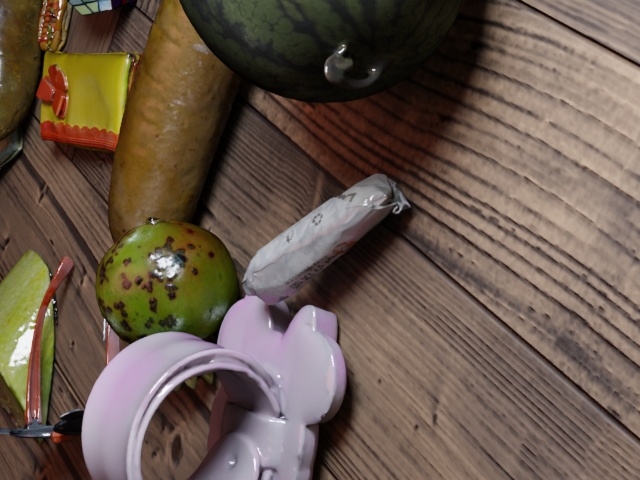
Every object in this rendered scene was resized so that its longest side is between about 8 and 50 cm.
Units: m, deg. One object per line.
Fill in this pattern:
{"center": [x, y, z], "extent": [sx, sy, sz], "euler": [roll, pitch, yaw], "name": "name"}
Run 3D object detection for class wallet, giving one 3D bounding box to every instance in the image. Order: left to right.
{"center": [-0.534, -0.149, 1.941], "extent": [0.155, 0.039, 0.110], "euler": [-32, 61, 28], "name": "wallet"}
{"center": [-0.316, -0.191, 1.674], "extent": [0.241, 0.067, 0.141], "euler": [11, 95, 51], "name": "wallet"}

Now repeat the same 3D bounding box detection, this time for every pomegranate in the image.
{"center": [-0.169, 0.071, 1.385], "extent": [0.159, 0.159, 0.205], "euler": [9, 120, 52], "name": "pomegranate"}

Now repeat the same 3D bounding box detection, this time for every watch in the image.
{"center": [-0.110, 0.173, 1.230], "extent": [0.211, 0.217, 0.249], "euler": [13, 95, 52], "name": "watch"}

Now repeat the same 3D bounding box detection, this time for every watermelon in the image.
{"center": [-0.003, -0.278, 1.122], "extent": [0.279, 0.278, 0.359], "euler": [-44, 55, 39], "name": "watermelon"}

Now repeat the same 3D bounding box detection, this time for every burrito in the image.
{"center": [0.000, -0.001, 1.217], "extent": [0.203, 0.064, 0.064], "euler": [-36, 56, 26], "name": "burrito"}

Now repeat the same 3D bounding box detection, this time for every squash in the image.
{"center": [-0.433, 0.146, 1.808], "extent": [0.237, 0.155, 0.204], "euler": [23, 139, 49], "name": "squash"}

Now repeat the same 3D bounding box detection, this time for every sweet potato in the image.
{"center": [-0.485, -0.341, 1.866], "extent": [0.130, 0.130, 0.423], "euler": [-10, 75, 51], "name": "sweet potato"}

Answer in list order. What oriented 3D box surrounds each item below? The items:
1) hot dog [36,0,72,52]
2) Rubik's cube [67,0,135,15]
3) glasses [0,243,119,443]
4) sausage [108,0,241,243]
{"center": [-0.392, -0.350, 1.817], "extent": [0.062, 0.038, 0.144], "euler": [22, 101, 51], "name": "hot dog"}
{"center": [-0.299, -0.366, 1.643], "extent": [0.112, 0.133, 0.133], "euler": [-36, 53, 10], "name": "Rubik's cube"}
{"center": [-0.333, 0.131, 1.604], "extent": [0.234, 0.118, 0.268], "euler": [-21, 68, 50], "name": "glasses"}
{"center": [-0.144, -0.191, 1.414], "extent": [0.136, 0.123, 0.501], "euler": [34, 113, 20], "name": "sausage"}
